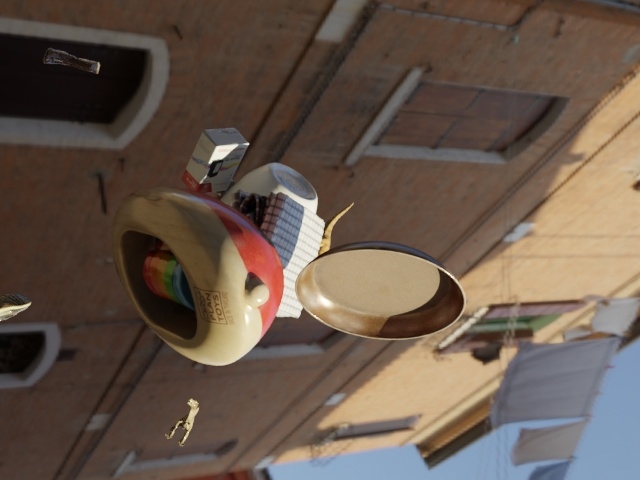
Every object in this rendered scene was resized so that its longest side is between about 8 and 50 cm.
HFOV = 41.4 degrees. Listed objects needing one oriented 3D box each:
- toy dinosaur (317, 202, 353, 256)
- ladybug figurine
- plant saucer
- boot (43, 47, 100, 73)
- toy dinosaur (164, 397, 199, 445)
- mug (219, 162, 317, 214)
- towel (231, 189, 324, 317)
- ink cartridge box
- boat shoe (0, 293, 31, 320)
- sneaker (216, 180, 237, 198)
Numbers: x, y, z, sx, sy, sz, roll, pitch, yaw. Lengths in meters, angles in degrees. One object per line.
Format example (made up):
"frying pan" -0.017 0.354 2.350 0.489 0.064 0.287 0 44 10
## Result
"toy dinosaur" 0.000 0.000 2.070 0.064 0.112 0.211 70 36 -64
"ladybug figurine" -0.202 0.048 1.428 0.449 0.162 0.305 16 -57 51
"plant saucer" 0.109 0.088 1.551 0.310 0.310 0.050 -48 -154 50
"boot" -0.594 -0.427 2.034 0.106 0.114 0.037 -62 173 -67
"toy dinosaur" -0.315 0.430 1.978 0.053 0.092 0.183 36 -34 4
"mug" -0.159 -0.019 2.392 0.328 0.276 0.374 -52 -148 22
"towel" -0.108 0.032 1.758 0.121 0.284 0.235 15 -96 23
"ink cartridge box" -0.296 -0.223 2.379 0.072 0.127 0.175 47 -54 24
"boat shoe" -0.772 0.168 2.059 0.056 0.152 0.049 34 -69 22
"sneaker" -0.266 -0.144 2.646 0.080 0.081 0.211 -55 -150 11
